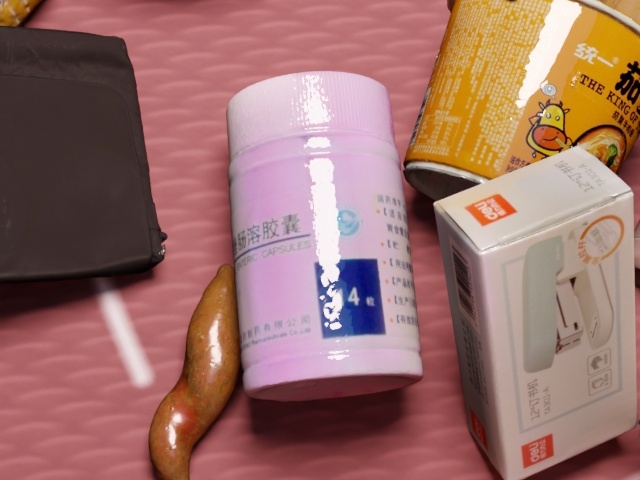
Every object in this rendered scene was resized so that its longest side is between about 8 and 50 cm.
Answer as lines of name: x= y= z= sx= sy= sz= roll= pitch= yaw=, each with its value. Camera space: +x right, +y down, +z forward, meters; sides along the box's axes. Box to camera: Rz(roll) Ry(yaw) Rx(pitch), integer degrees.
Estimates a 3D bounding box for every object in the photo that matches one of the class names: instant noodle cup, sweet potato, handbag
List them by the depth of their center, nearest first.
handbag: x=-0.264 y=-0.070 z=0.909 sx=0.246 sy=0.080 sz=0.223 roll=-3 pitch=77 yaw=-34
sweet potato: x=-0.100 y=0.115 z=0.917 sx=0.055 sy=0.058 sz=0.202 roll=24 pitch=72 yaw=-21
instant noodle cup: x=0.179 y=-0.104 z=0.935 sx=0.215 sy=0.216 sz=0.172 roll=24 pitch=83 yaw=1

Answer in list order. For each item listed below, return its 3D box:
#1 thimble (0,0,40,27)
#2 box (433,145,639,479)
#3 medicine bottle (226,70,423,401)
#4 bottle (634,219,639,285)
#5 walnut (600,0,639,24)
thimble: x=-0.320 y=-0.253 z=0.957 sx=0.151 sy=0.127 sz=0.118 roll=33 pitch=75 yaw=-2
box: x=0.181 y=0.067 z=0.862 sx=0.135 sy=0.269 sz=0.079 roll=-21 pitch=38 yaw=-10
medicine bottle: x=0.000 y=0.000 z=0.908 sx=0.152 sy=0.152 sz=0.254 roll=-4 pitch=75 yaw=-7
bottle: x=0.330 y=-0.022 z=0.999 sx=0.053 sy=0.053 sz=0.140 roll=32 pitch=75 yaw=3
walnut: x=0.357 y=-0.209 z=1.001 sx=0.197 sy=0.165 sz=0.165 roll=-14 pitch=77 yaw=-7
